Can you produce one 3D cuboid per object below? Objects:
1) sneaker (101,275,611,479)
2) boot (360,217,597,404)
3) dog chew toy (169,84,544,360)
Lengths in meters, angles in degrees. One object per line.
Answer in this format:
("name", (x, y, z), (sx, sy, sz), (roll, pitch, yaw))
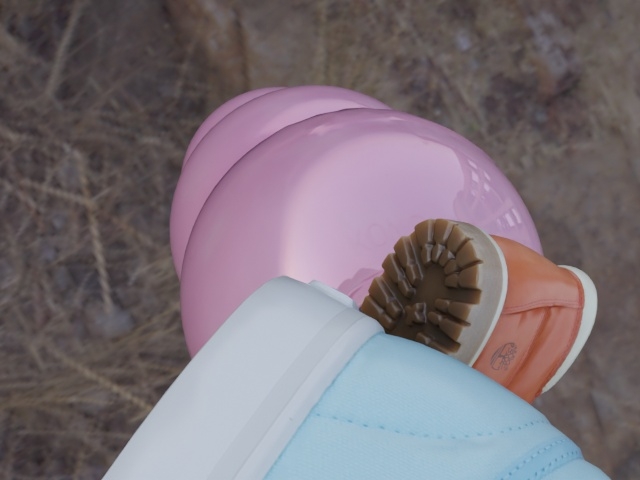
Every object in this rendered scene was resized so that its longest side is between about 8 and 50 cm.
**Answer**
("sneaker", (-0.025, 0.164, 0.333), (0.150, 0.135, 0.366), (22, 56, 13))
("boot", (0.040, 0.066, 0.541), (0.084, 0.158, 0.059), (9, 33, -43))
("dog chew toy", (0.000, 0.000, 0.901), (0.206, 0.207, 0.332), (34, 7, -26))
